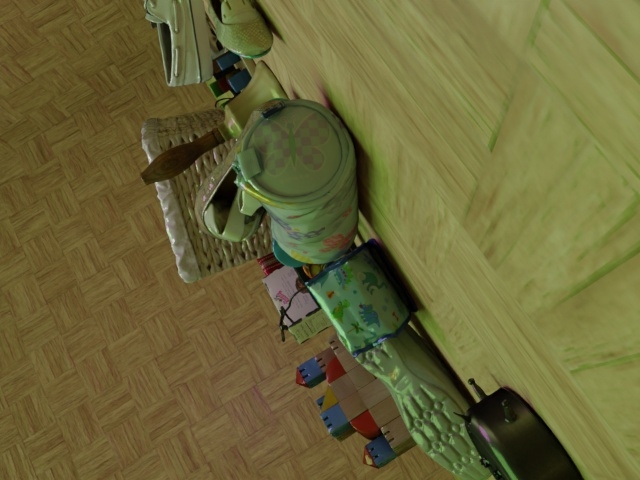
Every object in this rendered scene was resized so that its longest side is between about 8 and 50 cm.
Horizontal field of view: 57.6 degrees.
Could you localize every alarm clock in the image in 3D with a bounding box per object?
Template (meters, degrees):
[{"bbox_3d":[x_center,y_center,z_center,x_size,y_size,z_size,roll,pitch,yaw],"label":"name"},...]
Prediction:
[{"bbox_3d":[0.204,0.229,0.562,0.192,0.064,0.129,55,176,2],"label":"alarm clock"}]

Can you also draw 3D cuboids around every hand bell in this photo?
[{"bbox_3d":[-0.161,-0.152,0.869,0.126,0.242,0.126,58,176,7],"label":"hand bell"}]

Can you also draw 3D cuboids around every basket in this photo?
[{"bbox_3d":[-0.238,-0.128,1.341,0.328,0.266,0.332,-129,27,-66],"label":"basket"}]

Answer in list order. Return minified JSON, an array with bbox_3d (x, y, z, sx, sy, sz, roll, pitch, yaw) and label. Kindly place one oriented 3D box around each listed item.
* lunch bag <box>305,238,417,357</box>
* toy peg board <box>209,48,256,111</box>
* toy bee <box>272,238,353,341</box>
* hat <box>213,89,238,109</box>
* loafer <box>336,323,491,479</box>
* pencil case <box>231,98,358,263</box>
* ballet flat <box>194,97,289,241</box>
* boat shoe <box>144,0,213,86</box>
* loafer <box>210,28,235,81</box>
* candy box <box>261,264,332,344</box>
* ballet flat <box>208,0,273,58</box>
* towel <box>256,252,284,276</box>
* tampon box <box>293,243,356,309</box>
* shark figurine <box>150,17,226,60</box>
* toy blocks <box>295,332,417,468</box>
[{"bbox_3d":[0.070,0.073,0.831,0.129,0.096,0.151,58,-154,2],"label":"lunch bag"},{"bbox_3d":[-0.144,-0.264,1.021,0.161,0.079,0.160,59,177,-22],"label":"toy peg board"},{"bbox_3d":[0.000,0.000,0.962,0.195,0.162,0.298,-100,6,-55],"label":"toy bee"},{"bbox_3d":[-0.248,-0.297,1.655,0.331,0.133,0.331,61,177,6],"label":"hat"},{"bbox_3d":[0.157,0.216,0.895,0.111,0.112,0.319,-9,-126,-52],"label":"loafer"},{"bbox_3d":[-0.016,-0.052,0.685,0.114,0.124,0.273,57,177,16],"label":"pencil case"},{"bbox_3d":[-0.113,-0.065,0.830,0.316,0.107,0.106,126,151,-48],"label":"ballet flat"},{"bbox_3d":[-0.232,-0.362,0.903,0.095,0.084,0.258,42,148,48],"label":"boat shoe"},{"bbox_3d":[-0.244,-0.415,1.296,0.170,0.062,0.061,61,-179,-17],"label":"loafer"},{"bbox_3d":[-0.005,0.100,1.242,0.165,0.196,0.070,56,176,46],"label":"candy box"},{"bbox_3d":[-0.102,-0.261,0.665,0.168,0.057,0.052,55,165,44],"label":"ballet flat"},{"bbox_3d":[-0.022,0.077,1.385,0.275,0.198,0.031,56,158,22],"label":"towel"},{"bbox_3d":[0.002,0.025,1.119,0.161,0.120,0.101,59,177,-17],"label":"tampon box"},{"bbox_3d":[-0.286,-0.448,1.194,0.278,0.116,0.166,61,178,-4],"label":"shark figurine"},{"bbox_3d":[0.103,0.344,1.310,0.381,0.260,0.191,56,176,33],"label":"toy blocks"}]
